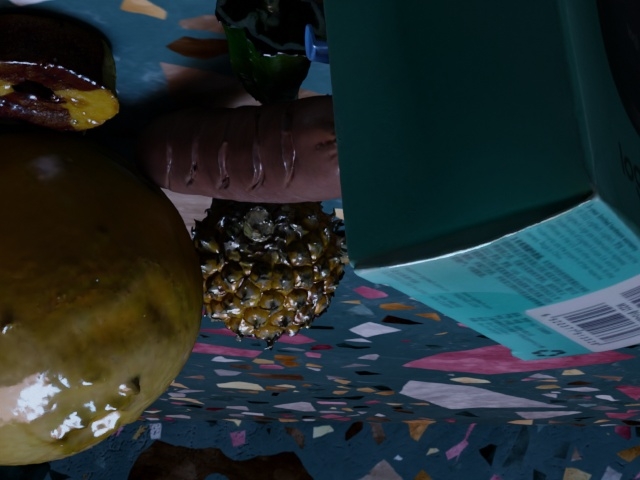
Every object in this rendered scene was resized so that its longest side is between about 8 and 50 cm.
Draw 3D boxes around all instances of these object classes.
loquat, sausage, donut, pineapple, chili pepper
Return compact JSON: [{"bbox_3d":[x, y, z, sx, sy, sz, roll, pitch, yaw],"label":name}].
[{"bbox_3d":[-0.271,0.051,1.251,0.328,0.329,0.328,3,164,1],"label":"loquat"},{"bbox_3d":[-0.056,-0.072,1.073,0.087,0.088,0.433,11,178,-26],"label":"sausage"},{"bbox_3d":[-0.233,-0.136,1.082,0.140,0.059,0.140,3,163,1],"label":"donut"},{"bbox_3d":[-0.056,0.001,1.337,0.161,0.176,0.137,32,160,15],"label":"pineapple"},{"bbox_3d":[-0.033,-0.135,1.043,0.088,0.059,0.227,42,171,10],"label":"chili pepper"}]

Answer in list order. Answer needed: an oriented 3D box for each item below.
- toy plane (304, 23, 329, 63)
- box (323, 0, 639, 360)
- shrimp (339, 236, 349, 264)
[{"bbox_3d":[0.111,-0.134,0.969,0.254,0.105,0.271,-10,161,-8],"label":"toy plane"},{"bbox_3d":[0.094,-0.115,0.658,0.118,0.311,0.205,-16,156,24],"label":"box"},{"bbox_3d":[0.000,-0.001,1.554,0.178,0.034,0.124,-4,156,39],"label":"shrimp"}]
